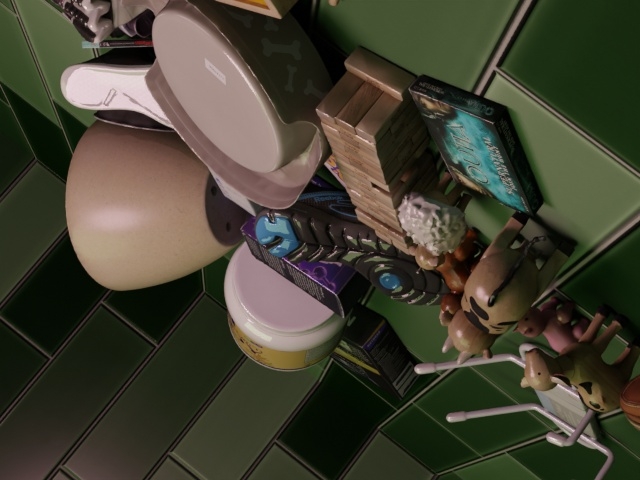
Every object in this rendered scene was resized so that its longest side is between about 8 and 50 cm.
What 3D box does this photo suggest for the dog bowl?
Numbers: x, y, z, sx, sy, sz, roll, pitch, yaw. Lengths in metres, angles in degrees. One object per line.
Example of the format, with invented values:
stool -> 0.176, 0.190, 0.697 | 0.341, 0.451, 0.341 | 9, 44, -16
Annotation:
dog bowl -> -0.110, -0.209, 1.561 | 0.349, 0.102, 0.349 | 41, 157, 21

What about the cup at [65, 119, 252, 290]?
cup -> -0.264, -0.070, 2.178 | 0.237, 0.331, 0.331 | 1, 148, 28

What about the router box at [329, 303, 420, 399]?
router box -> 0.047, 0.196, 2.602 | 0.309, 0.081, 0.243 | 28, 163, 38

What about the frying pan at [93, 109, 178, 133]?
frying pan -> -0.276, -0.200, 2.010 | 0.197, 0.053, 0.326 | 5, -168, -15

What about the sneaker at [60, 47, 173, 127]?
sneaker -> -0.255, -0.257, 1.950 | 0.295, 0.147, 0.105 | 10, 117, 10

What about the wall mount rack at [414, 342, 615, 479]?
wall mount rack -> 0.338, 0.284, 2.036 | 0.304, 0.130, 0.350 | 29, 162, 36

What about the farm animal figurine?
farm animal figurine -> 0.248, 0.097, 1.571 | 0.330, 0.172, 0.327 | 31, 165, 25

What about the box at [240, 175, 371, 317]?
box -> 0.000, 0.000, 1.961 | 0.207, 0.153, 0.108 | 33, 164, 20

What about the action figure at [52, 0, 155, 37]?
action figure -> -0.333, -0.366, 1.793 | 0.185, 0.099, 0.285 | 41, 172, -39

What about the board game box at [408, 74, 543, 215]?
board game box -> 0.184, -0.109, 1.408 | 0.126, 0.026, 0.186 | 28, 162, 38

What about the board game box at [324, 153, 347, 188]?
board game box -> 0.026, -0.135, 1.721 | 0.259, 0.039, 0.124 | 45, 166, -32

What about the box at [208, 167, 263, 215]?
box -> -0.102, -0.128, 1.870 | 0.072, 0.126, 0.137 | 34, 165, 25

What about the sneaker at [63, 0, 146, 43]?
sneaker -> -0.291, -0.402, 1.554 | 0.110, 0.118, 0.292 | 45, 153, 38

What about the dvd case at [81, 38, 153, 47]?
dvd case -> -0.302, -0.308, 1.878 | 0.087, 0.119, 0.013 | 16, 111, 60

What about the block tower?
block tower -> 0.083, -0.104, 1.544 | 0.091, 0.097, 0.335 | 32, 163, 25

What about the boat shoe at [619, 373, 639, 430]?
boat shoe -> 0.457, 0.166, 1.443 | 0.104, 0.111, 0.307 | 46, 155, -12

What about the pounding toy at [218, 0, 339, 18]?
pounding toy -> -0.051, -0.291, 1.294 | 0.206, 0.094, 0.181 | 26, 161, 44

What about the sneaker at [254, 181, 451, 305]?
sneaker -> 0.078, -0.013, 1.828 | 0.340, 0.140, 0.125 | 21, 134, 3

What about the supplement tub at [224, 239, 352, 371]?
supplement tub -> -0.058, 0.104, 2.250 | 0.241, 0.241, 0.331 | 37, 166, 8
